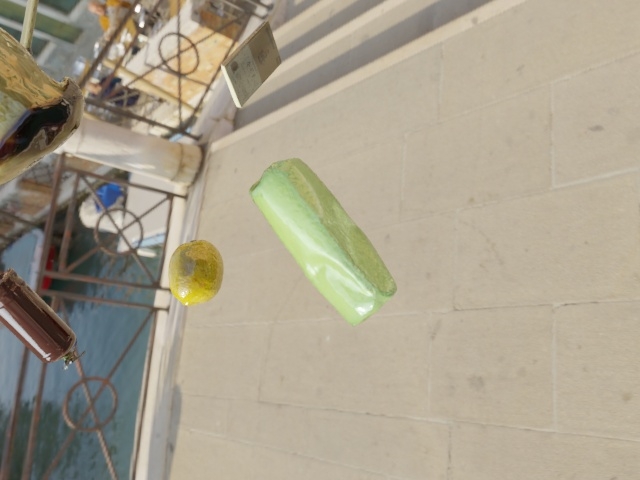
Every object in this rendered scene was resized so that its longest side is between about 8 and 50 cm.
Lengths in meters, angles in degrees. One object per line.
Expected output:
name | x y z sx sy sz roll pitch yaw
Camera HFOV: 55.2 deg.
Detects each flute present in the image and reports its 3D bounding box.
flute | -0.465 -0.342 0.975 0.027 0.027 0.233 46 121 47

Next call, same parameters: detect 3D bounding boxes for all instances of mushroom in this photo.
mushroom | -0.323 -0.149 0.411 0.087 0.333 0.107 -54 9 48

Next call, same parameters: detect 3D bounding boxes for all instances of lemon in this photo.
lemon | -0.377 0.097 1.849 0.170 0.170 0.207 -14 71 48

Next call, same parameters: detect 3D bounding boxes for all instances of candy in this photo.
candy | 0.000 0.000 1.166 0.142 0.132 0.343 -40 82 13

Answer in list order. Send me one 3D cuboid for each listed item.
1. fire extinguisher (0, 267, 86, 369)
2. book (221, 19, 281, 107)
fire extinguisher | -0.773 0.229 1.679 0.114 0.337 0.135 -24 27 14
book | -0.178 -0.463 1.606 0.016 0.138 0.199 21 61 28
